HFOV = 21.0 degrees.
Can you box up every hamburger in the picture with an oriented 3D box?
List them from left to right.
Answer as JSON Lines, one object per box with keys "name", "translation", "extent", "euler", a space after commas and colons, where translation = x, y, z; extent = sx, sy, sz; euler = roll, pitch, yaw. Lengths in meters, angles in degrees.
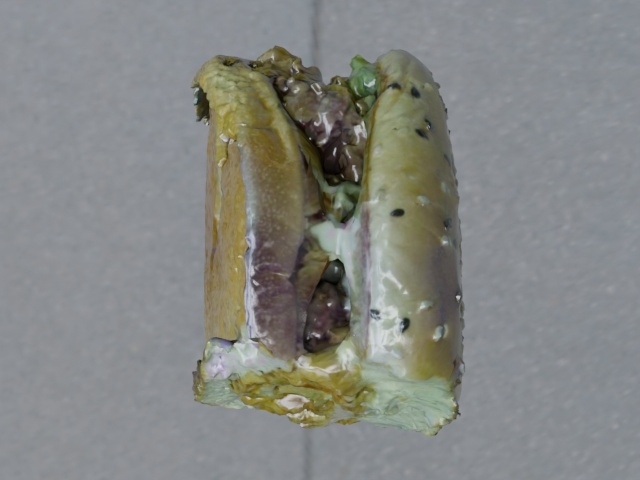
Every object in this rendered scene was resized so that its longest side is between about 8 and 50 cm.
{"name": "hamburger", "translation": [0.000, 0.000, 1.249], "extent": [0.195, 0.318, 0.277], "euler": [2, 81, -3]}
